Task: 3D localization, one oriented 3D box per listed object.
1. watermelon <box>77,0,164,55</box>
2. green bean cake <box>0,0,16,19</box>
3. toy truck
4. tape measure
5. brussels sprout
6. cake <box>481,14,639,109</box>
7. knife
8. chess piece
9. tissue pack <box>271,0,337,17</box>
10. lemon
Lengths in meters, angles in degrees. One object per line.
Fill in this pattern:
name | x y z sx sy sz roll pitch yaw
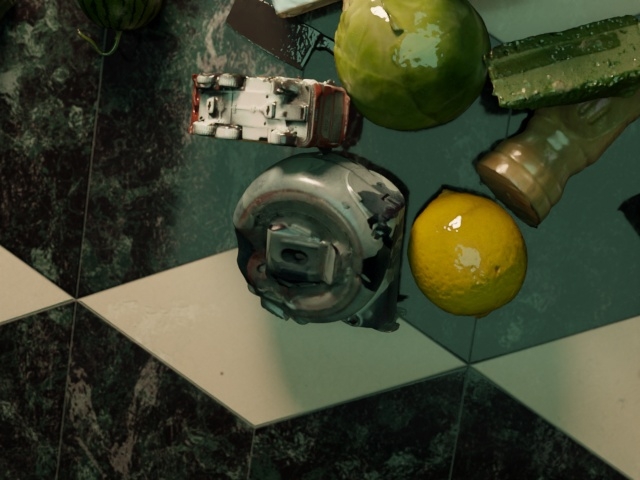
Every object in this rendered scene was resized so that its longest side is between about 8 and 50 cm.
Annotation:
watermelon | -0.314 -0.380 1.431 0.141 0.140 0.187 12 111 6
green bean cake | -0.582 -0.421 1.439 0.094 0.173 0.181 -41 87 11
toy truck | -0.087 -0.193 1.378 0.270 0.135 0.114 11 100 36
tape measure | 0.000 0.000 1.388 0.275 0.147 0.256 12 118 20
brussels sprout | 0.130 -0.280 1.344 0.244 0.244 0.244 1 96 7
cake | 0.345 -0.239 1.310 0.235 0.099 0.100 -14 78 -3
knife | -0.036 -0.314 1.463 0.245 0.019 0.072 29 101 7
chess piece | 0.383 -0.168 1.386 0.301 0.137 0.137 -43 90 -3
tissue pack | -0.020 -0.493 1.404 0.177 0.089 0.263 -17 95 7
lemon | 0.220 0.018 1.384 0.178 0.178 0.203 -17 91 8
